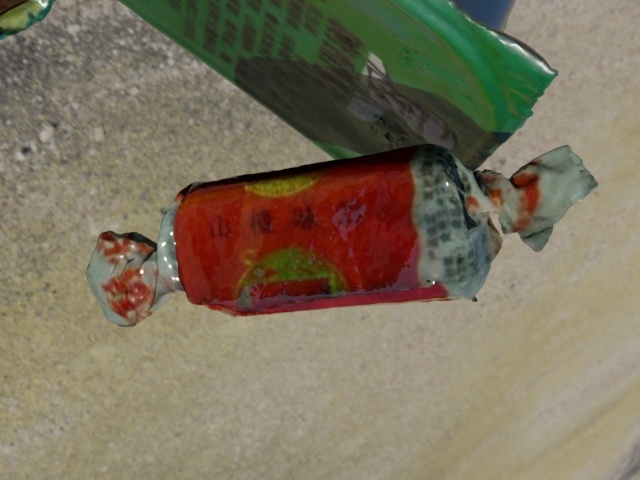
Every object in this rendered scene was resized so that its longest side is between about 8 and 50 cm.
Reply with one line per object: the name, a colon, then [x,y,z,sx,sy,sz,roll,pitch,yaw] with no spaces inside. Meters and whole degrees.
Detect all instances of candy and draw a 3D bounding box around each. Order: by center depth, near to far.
candy: [0.000,-0.001,0.489,0.059,0.292,0.086,-5,88,-72]

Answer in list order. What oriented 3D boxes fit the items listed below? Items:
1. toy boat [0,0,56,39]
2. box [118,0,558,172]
toy boat: [-0.266,-0.130,0.516,0.293,0.099,0.108,-48,124,-38]
box: [-0.012,-0.176,0.565,0.106,0.337,0.264,-54,179,-15]
